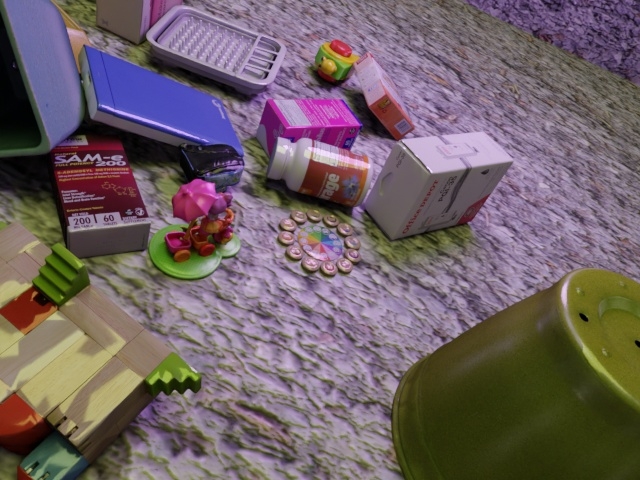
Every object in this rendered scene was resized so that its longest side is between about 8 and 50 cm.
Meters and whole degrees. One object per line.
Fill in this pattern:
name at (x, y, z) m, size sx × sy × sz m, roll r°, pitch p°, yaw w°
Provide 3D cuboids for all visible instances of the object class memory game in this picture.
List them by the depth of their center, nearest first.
memory game at (0.000, 0.000, 1.049) m, size 0.186 × 0.012 × 0.186 m, roll 14°, pitch 44°, yaw -14°

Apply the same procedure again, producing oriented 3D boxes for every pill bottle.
pill bottle at (-0.003, -0.155, 1.120) m, size 0.216 × 0.121 × 0.121 m, roll 14°, pitch 44°, yaw -13°

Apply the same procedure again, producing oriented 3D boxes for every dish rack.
dish rack at (-0.274, -0.508, 1.369) m, size 0.333 × 0.072 × 0.285 m, roll 19°, pitch 44°, yaw -8°

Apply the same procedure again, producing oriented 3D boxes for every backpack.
backpack at (-0.219, -0.146, 1.031) m, size 0.114 × 0.084 × 0.105 m, roll -16°, pitch 58°, yaw -31°

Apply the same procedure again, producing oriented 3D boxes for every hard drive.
hard drive at (-0.327, -0.279, 1.063) m, size 0.319 × 0.040 × 0.210 m, roll 12°, pitch 41°, yaw -44°

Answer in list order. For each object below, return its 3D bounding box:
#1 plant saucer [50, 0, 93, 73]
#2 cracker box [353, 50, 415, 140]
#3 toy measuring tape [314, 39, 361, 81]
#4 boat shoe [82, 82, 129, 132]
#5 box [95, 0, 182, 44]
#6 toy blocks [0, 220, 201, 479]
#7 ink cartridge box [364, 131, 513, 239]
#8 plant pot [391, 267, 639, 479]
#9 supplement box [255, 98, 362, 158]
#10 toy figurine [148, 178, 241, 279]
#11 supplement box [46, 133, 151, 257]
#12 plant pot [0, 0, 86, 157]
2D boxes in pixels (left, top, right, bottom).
plant saucer at (-0.677, -0.500, 1.077) m, size 0.333 × 0.081 × 0.333 m, roll 45°, pitch 25°, yaw 18°
cracker box at (0.181, -0.418, 1.454) m, size 0.156 × 0.067 × 0.232 m, roll 37°, pitch 30°, yaw -41°
toy measuring tape at (0.064, -0.566, 1.571) m, size 0.121 × 0.121 × 0.330 m, roll 32°, pitch 34°, yaw 6°
boat shoe at (-0.477, -0.268, 1.045) m, size 0.226 × 0.083 × 0.075 m, roll 27°, pitch 65°, yaw 6°
box at (-0.475, -0.651, 1.353) m, size 0.127 × 0.148 × 0.232 m, roll 25°, pitch 43°, yaw -2°
toy blocks at (-0.378, 0.159, 0.616) m, size 0.381 × 0.190 × 0.261 m, roll 36°, pitch 55°, yaw 11°
ink cartridge box at (0.269, -0.127, 1.161) m, size 0.283 × 0.207 × 0.117 m, roll -13°, pitch 54°, yaw -34°
plant pot at (0.346, 0.235, 0.738) m, size 0.367 × 0.353 × 0.366 m, roll 14°, pitch 44°, yaw -14°
supplement box at (-0.028, -0.266, 1.222) m, size 0.220 × 0.111 × 0.113 m, roll -10°, pitch 54°, yaw -32°
toy figurine at (-0.200, -0.035, 0.878) m, size 0.173 × 0.159 × 0.130 m, roll -12°, pitch 55°, yaw -35°
supplement box at (-0.397, -0.086, 0.896) m, size 0.130 × 0.073 × 0.239 m, roll -9°, pitch 52°, yaw -32°
plant pot at (-0.550, -0.292, 0.870) m, size 0.247 × 0.247 × 0.252 m, roll -4°, pitch 24°, yaw 5°
